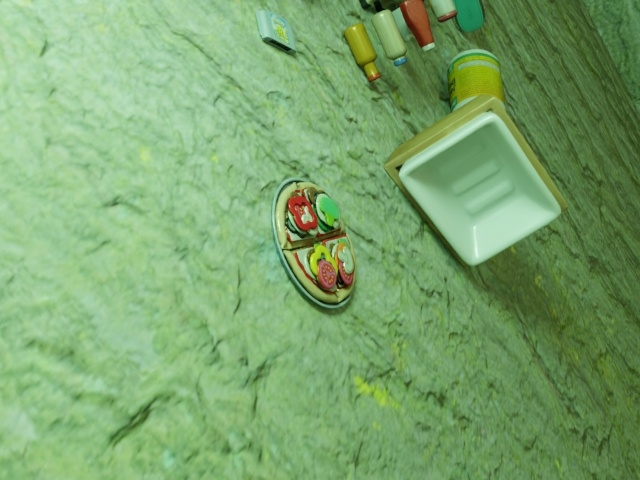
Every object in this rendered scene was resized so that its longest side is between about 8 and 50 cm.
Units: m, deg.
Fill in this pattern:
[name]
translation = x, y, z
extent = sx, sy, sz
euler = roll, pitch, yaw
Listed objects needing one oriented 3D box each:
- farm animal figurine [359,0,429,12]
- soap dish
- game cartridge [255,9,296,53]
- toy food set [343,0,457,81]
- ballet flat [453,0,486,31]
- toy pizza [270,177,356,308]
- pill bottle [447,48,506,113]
[farm animal figurine]
translation = 0.118, -0.589, 1.800
extent = 0.327, 0.172, 0.330
euler = 63, 30, -8
[soap dish]
translation = 0.283, -0.110, 1.719
extent = 0.291, 0.229, 0.118
euler = 48, 19, -32
[game cartridge]
translation = -0.069, -0.331, 1.488
extent = 0.083, 0.017, 0.056
euler = 13, 57, -55
[toy food set]
translation = 0.170, -0.381, 1.723
extent = 0.232, 0.111, 0.104
euler = -26, 96, -27
[ballet flat]
translation = 0.317, -0.630, 2.173
extent = 0.316, 0.107, 0.106
euler = 73, 12, -47
[toy pizza]
translation = 0.000, 0.000, 1.365
extent = 0.201, 0.032, 0.201
euler = 36, 42, -42
[pill bottle]
translation = 0.336, -0.298, 2.016
extent = 0.117, 0.117, 0.208
euler = 36, 42, -42
